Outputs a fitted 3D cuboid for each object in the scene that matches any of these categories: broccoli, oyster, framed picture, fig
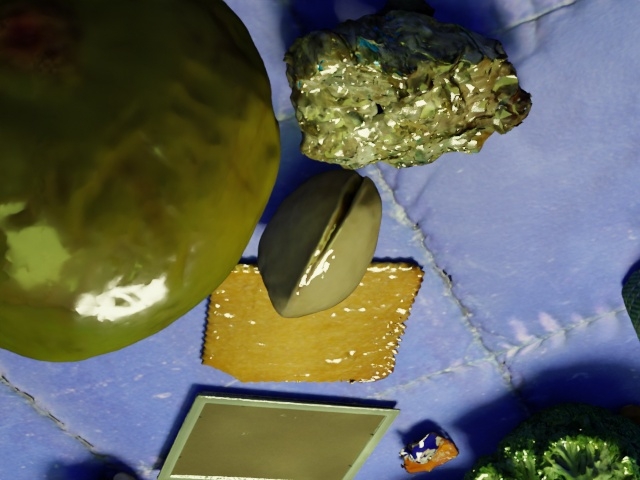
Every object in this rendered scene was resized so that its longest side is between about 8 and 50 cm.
[{"bbox_3d":[0.326,0.334,1.556,0.294,0.245,0.265,9,149,24],"label":"broccoli"},{"bbox_3d":[0.072,-0.129,1.065,0.198,0.092,0.259,-21,143,20],"label":"oyster"},{"bbox_3d":[-0.057,0.261,1.571,0.274,0.017,0.217,9,138,-21],"label":"framed picture"},{"bbox_3d":[-0.201,-0.059,0.925,0.343,0.343,0.343,-5,141,-4],"label":"fig"}]

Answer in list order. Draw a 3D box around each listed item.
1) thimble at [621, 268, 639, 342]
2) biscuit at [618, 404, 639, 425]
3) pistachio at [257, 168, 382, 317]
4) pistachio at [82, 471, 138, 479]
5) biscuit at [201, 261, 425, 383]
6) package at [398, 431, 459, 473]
[{"bbox_3d":[0.416,0.071,1.372,0.135,0.090,0.118,-21,142,11],"label":"thimble"},{"bbox_3d":[0.456,0.249,1.642,0.138,0.031,0.205,31,125,-33],"label":"biscuit"},{"bbox_3d":[0.000,0.000,1.184,0.108,0.126,0.185,31,129,2],"label":"pistachio"},{"bbox_3d":[-0.262,0.383,1.594,0.129,0.131,0.206,-19,136,0],"label":"pistachio"},{"bbox_3d":[-0.014,0.097,1.382,0.236,0.013,0.232,0,140,-10],"label":"biscuit"},{"bbox_3d":[0.138,0.283,1.625,0.077,0.033,0.111,-40,151,1],"label":"package"}]
